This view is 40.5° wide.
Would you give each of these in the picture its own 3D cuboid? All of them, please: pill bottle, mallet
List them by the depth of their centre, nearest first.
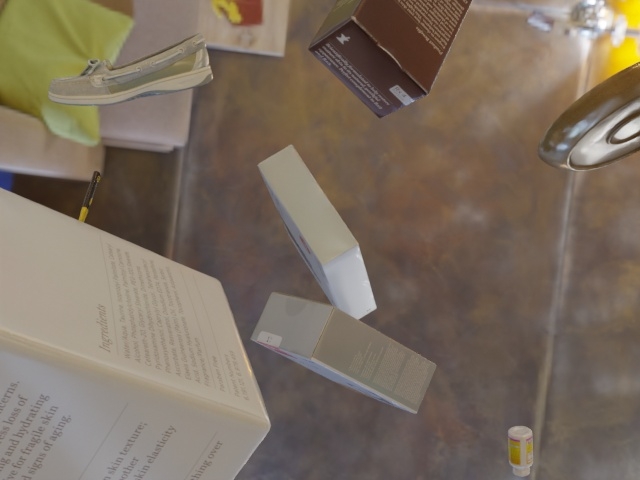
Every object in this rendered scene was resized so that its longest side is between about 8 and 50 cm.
[{"bbox_3d":[0.361,0.381,1.567,0.043,0.043,0.083,-82,168,-75],"label":"pill bottle"},{"bbox_3d":[-0.447,-0.058,1.628,0.062,0.039,0.190,73,20,-60],"label":"mallet"}]

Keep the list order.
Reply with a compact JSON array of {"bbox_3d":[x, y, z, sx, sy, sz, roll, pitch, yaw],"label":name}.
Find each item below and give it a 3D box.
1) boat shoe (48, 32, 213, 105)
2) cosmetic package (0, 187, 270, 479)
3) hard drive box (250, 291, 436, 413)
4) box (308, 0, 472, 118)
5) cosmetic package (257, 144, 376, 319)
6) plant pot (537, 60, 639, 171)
[{"bbox_3d":[-0.376,-0.331,1.703,0.118,0.320,0.103,-120,-160,-70],"label":"boat shoe"},{"bbox_3d":[-0.333,0.185,1.055,0.329,0.393,0.327,-54,-150,16],"label":"cosmetic package"},{"bbox_3d":[0.036,0.176,1.379,0.181,0.232,0.089,7,-111,57],"label":"hard drive box"},{"bbox_3d":[0.152,-0.427,1.560,0.143,0.191,0.381,-22,-146,50],"label":"box"},{"bbox_3d":[0.000,0.000,1.938,0.284,0.097,0.377,55,-6,26],"label":"cosmetic package"},{"bbox_3d":[0.383,-0.151,1.072,0.236,0.236,0.032,96,-27,-66],"label":"plant pot"}]
